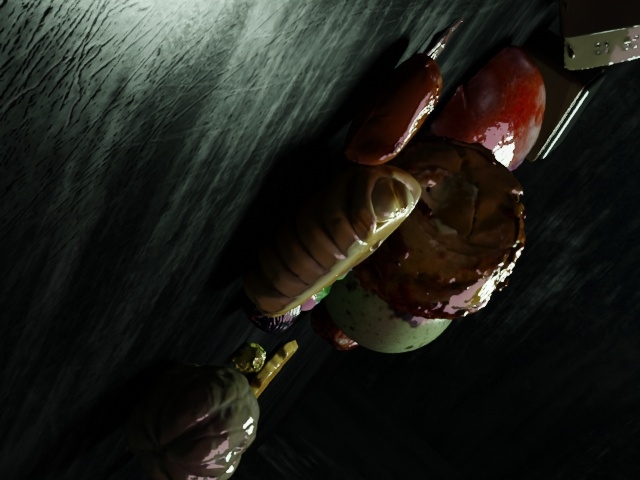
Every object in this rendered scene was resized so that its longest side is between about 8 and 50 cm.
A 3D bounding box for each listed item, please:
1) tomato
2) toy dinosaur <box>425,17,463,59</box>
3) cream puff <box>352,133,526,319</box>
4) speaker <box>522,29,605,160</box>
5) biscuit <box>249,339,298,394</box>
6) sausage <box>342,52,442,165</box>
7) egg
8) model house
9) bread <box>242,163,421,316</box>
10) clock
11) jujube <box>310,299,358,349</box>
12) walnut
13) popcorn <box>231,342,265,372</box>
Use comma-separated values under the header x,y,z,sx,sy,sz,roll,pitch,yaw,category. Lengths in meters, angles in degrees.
x,y,z,sx,sy,sz,roll,pitch,yaw,category
0.339,-0.223,1.827,0.335,0.176,0.290,-44,166,-12,tomato
0.148,-0.247,1.349,0.220,0.032,0.108,-56,167,-10,toy dinosaur
0.180,-0.018,1.565,0.350,0.350,0.229,-42,175,-29,cream puff
0.508,-0.333,2.078,0.153,0.192,0.231,-36,160,-45,speaker
-0.144,0.347,2.305,0.239,0.041,0.212,-53,174,27,biscuit
0.103,-0.179,1.262,0.179,0.089,0.089,-49,170,11,sausage
0.147,0.087,1.849,0.287,0.287,0.379,-49,168,3,egg
0.569,-0.505,1.789,0.243,0.211,0.204,72,12,-47,model house
0.000,0.000,1.351,0.311,0.121,0.173,-41,172,33,bread
-0.038,0.077,1.596,0.195,0.100,0.194,-41,170,8,clock
0.095,0.151,2.183,0.243,0.183,0.183,-51,171,-13,jujube
-0.202,0.294,1.452,0.224,0.224,0.224,-46,169,-11,walnut
-0.148,0.248,1.880,0.083,0.059,0.068,-45,173,32,popcorn
